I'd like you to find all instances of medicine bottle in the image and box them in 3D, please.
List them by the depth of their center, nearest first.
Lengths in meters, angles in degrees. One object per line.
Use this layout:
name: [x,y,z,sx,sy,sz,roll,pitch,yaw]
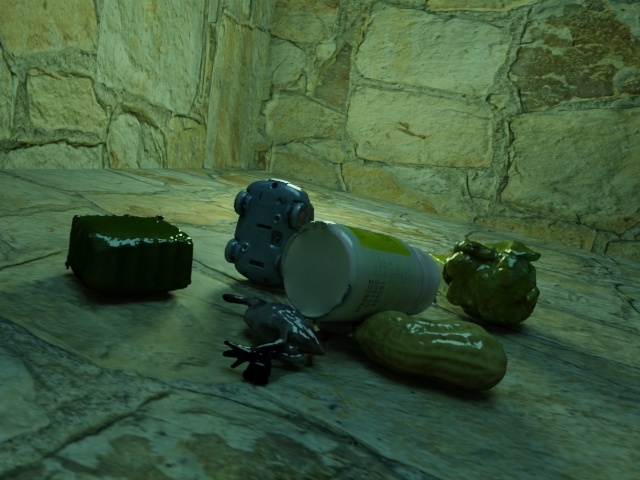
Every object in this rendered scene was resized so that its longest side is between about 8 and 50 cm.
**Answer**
medicine bottle: [0.107,0.084,1.129,0.214,0.213,0.379,23,7,41]

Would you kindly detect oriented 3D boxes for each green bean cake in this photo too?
green bean cake: [-0.457,0.032,1.164,0.247,0.156,0.250,0,17,-39]

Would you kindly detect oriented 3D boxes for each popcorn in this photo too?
popcorn: [0.486,0.118,1.375,0.277,0.225,0.276,1,22,0]

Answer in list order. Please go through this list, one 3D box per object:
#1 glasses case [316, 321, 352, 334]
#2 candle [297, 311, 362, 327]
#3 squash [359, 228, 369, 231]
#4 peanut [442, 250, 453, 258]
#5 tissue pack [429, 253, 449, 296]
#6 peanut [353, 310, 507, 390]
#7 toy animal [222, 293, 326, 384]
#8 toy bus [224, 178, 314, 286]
glasses case: [0.033,0.197,1.116,0.083,0.032,0.021,10,16,3]
candle: [0.025,0.188,1.171,0.168,0.021,0.026,11,13,3]
squash: [0.105,0.058,1.452,0.252,0.165,0.252,8,17,-3]
peanut: [0.495,0.082,1.817,0.080,0.080,0.174,12,15,6]
tissue pack: [0.413,0.116,1.583,0.062,0.095,0.176,5,14,-15]
peanut: [0.217,0.219,0.981,0.306,0.146,0.147,8,13,10]
toy animal: [-0.102,0.173,0.993,0.195,0.090,0.324,7,16,-13]
toy bus: [-0.119,-0.020,1.367,0.197,0.294,0.232,12,4,20]
